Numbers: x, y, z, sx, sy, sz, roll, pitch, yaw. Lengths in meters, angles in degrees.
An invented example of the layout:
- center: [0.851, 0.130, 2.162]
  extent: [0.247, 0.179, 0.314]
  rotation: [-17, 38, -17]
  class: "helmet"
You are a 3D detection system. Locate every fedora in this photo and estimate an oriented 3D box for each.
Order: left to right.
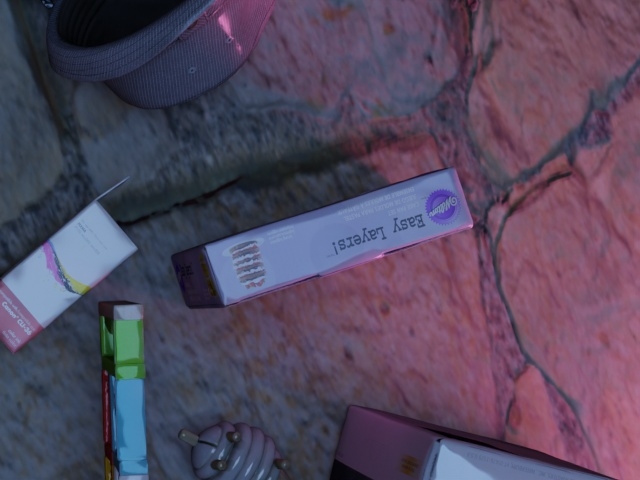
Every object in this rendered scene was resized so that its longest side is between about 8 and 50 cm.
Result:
- center: [-0.134, -0.232, 1.850]
  extent: [0.275, 0.243, 0.124]
  rotation: [-47, 127, -11]
  class: "fedora"

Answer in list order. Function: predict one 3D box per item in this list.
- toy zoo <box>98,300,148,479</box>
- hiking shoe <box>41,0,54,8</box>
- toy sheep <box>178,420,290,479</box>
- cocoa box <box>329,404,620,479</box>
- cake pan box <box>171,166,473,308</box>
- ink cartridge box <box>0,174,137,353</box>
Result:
- center: [-0.189, 0.206, 1.824]
  extent: [0.030, 0.192, 0.293]
  rotation: [-2, 90, -11]
  class: "toy zoo"
- center: [-0.377, -0.255, 1.845]
  extent: [0.226, 0.086, 0.114]
  rotation: [-13, 89, -12]
  class: "hiking shoe"
- center: [-0.085, 0.223, 1.897]
  extent: [0.132, 0.091, 0.091]
  rotation: [36, 83, -17]
  class: "toy sheep"
- center: [0.140, 0.306, 1.810]
  extent: [0.231, 0.347, 0.228]
  rotation: [15, 87, -12]
  class: "cocoa box"
- center: [0.000, 0.000, 1.838]
  extent: [0.266, 0.246, 0.070]
  rotation: [-18, 93, -10]
  class: "cake pan box"
- center: [-0.248, 0.023, 1.853]
  extent: [0.198, 0.115, 0.067]
  rotation: [-41, 96, -9]
  class: "ink cartridge box"
